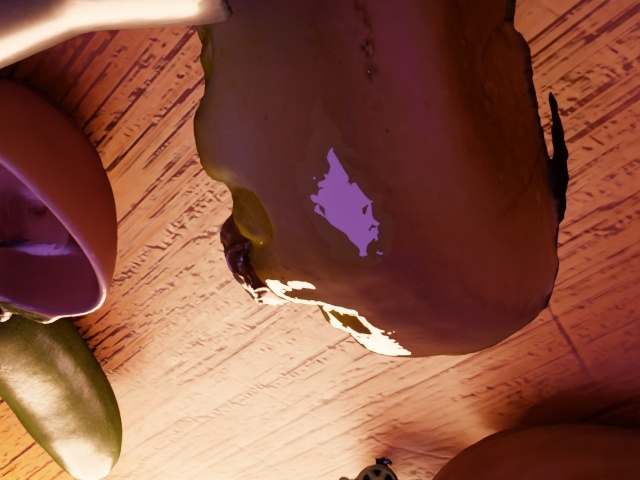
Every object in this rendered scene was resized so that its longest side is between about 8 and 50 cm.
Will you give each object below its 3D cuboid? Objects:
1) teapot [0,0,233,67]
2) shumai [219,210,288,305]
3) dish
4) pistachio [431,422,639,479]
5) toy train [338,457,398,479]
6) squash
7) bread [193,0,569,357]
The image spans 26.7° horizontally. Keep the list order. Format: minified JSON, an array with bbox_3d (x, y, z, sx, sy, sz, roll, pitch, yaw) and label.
[{"bbox_3d":[-0.228,-0.109,0.520,0.343,0.300,0.253,-22,103,-1],"label":"teapot"},{"bbox_3d":[0.000,-0.005,0.789,0.123,0.105,0.139,21,172,-6],"label":"shumai"},{"bbox_3d":[-0.218,-0.040,0.849,0.213,0.090,0.213,14,145,10],"label":"dish"},{"bbox_3d":[0.177,0.214,0.951,0.293,0.162,0.181,-16,151,38],"label":"pistachio"},{"bbox_3d":[0.060,0.243,1.130,0.149,0.081,0.099,18,147,4],"label":"toy train"},{"bbox_3d":[-0.223,0.102,1.073,0.082,0.082,0.292,7,147,20],"label":"squash"},{"bbox_3d":[0.008,-0.059,0.617,0.158,0.156,0.261,-7,97,34],"label":"bread"}]
